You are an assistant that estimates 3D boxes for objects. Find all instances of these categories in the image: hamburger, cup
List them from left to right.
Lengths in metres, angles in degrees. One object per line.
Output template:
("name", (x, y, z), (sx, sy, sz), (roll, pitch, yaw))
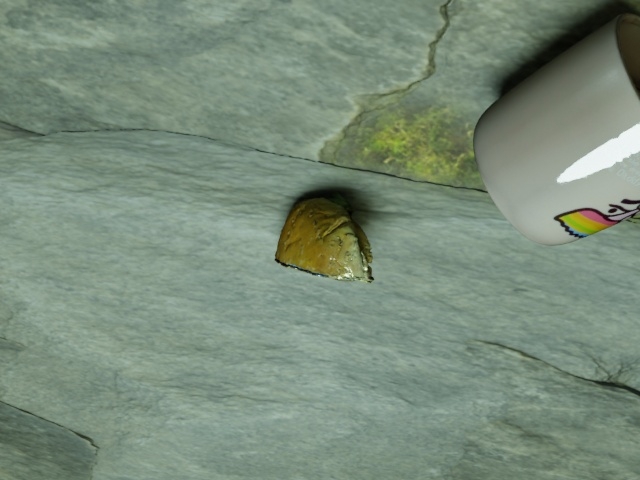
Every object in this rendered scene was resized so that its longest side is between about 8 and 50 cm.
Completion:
("hamburger", (-0.002, -0.007, 1.469), (0.087, 0.176, 0.102), (-1, 96, -26))
("cup", (0.305, -0.102, 1.310), (0.200, 0.192, 0.253), (-31, 153, 34))
